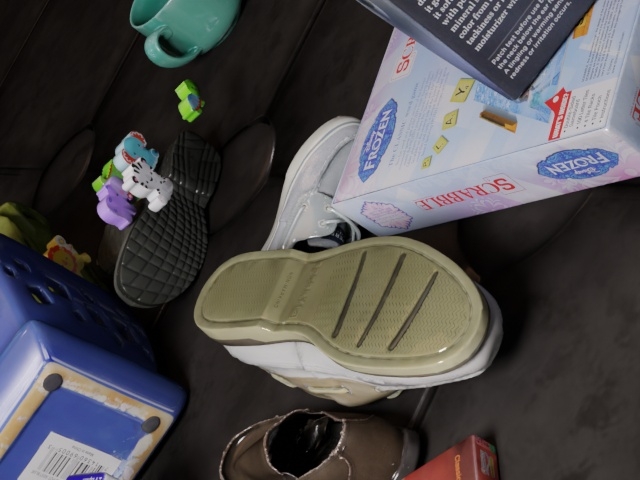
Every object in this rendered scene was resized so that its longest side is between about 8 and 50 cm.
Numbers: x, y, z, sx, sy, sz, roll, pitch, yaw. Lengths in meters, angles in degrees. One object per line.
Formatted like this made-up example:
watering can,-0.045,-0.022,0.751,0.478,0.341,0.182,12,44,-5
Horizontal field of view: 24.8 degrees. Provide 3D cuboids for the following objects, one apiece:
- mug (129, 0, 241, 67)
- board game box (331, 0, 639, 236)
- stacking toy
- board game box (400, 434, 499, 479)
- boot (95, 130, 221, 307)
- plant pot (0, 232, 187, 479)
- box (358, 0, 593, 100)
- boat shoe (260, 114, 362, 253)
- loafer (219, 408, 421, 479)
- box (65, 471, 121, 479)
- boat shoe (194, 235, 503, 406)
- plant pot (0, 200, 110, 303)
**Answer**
mug,-0.164,-0.280,1.790,0.158,0.097,0.129,-60,29,-3
board game box,0.172,-0.174,1.191,0.318,0.066,0.319,-13,51,52
stacking toy,-0.207,-0.067,1.533,0.167,0.052,0.221,-38,23,33
board game box,0.067,0.274,0.946,0.145,0.027,0.281,-37,34,30
boot,-0.193,0.005,1.584,0.161,0.083,0.246,-37,26,41
plant pot,-0.284,0.157,1.395,0.236,0.236,0.212,-54,43,4
box,0.043,-0.290,1.131,0.183,0.294,0.296,-53,28,7
boat shoe,-0.001,0.000,1.287,0.081,0.079,0.227,26,90,55
loafer,-0.016,0.160,1.133,0.220,0.078,0.080,-18,47,49
box,-0.169,0.280,1.202,0.072,0.126,0.137,-14,49,50
boat shoe,0.033,0.068,1.127,0.302,0.103,0.113,6,60,50
plant pot,-0.374,0.102,1.597,0.254,0.276,0.276,-41,31,7
